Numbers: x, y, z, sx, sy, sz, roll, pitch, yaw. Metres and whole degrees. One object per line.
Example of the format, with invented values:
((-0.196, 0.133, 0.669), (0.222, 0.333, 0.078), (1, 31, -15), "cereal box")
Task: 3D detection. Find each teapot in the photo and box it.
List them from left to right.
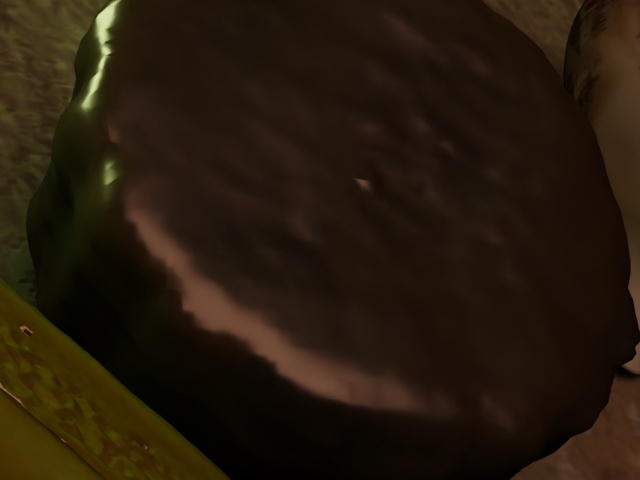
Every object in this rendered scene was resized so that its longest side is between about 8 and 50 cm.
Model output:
((0.213, -0.059, 0.836), (0.204, 0.139, 0.298), (39, 42, -1), "teapot")

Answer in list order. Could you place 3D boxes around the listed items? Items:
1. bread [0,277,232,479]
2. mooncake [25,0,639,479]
((-0.074, 0.110, 0.456), (0.383, 0.112, 0.166), (42, 6, -5), "bread")
((0.000, 0.000, 0.602), (0.228, 0.124, 0.228), (14, 55, -21), "mooncake")
